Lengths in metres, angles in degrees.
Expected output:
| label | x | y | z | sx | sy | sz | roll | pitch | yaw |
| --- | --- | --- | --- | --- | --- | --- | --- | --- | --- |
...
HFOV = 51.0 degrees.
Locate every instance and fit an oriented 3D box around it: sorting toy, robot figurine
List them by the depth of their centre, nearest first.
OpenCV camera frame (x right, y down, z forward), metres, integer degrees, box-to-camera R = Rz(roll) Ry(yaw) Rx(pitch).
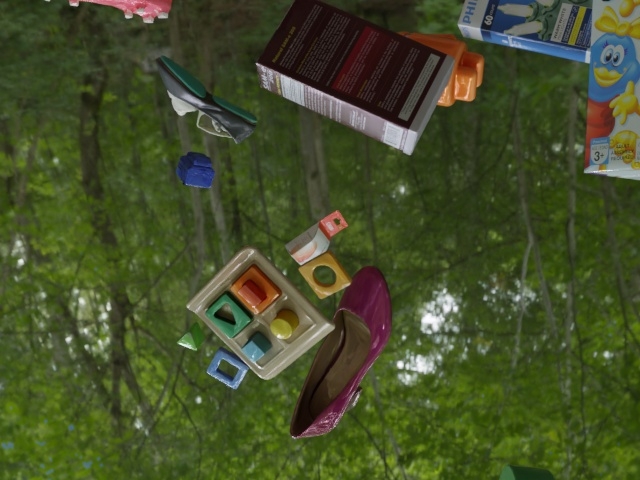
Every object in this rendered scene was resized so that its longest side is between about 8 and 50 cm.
| label | x | y | z | sx | sy | sz | roll | pitch | yaw |
| --- | --- | --- | --- | --- | --- | --- | --- | --- | --- |
| sorting toy | -0.102 | 0.126 | 1.074 | 0.196 | 0.347 | 0.047 | 43 | -150 | -7 |
| robot figurine | 0.203 | -0.336 | 1.305 | 0.219 | 0.158 | 0.128 | 16 | -173 | 19 |

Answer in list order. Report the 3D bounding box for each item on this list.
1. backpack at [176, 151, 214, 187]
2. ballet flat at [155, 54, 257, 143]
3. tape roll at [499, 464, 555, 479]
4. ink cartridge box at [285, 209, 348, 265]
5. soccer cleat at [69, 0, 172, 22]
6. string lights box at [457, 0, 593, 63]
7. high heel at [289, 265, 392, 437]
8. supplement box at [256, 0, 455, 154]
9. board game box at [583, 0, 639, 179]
| label | x | y | z | sx | sy | sz | roll | pitch | yaw |
| --- | --- | --- | --- | --- | --- | --- | --- | --- | --- |
| backpack | -0.383 | -0.221 | 2.065 | 0.097 | 0.101 | 0.120 | 13 | -166 | -34 |
| ballet flat | -0.205 | -0.231 | 1.149 | 0.203 | 0.074 | 0.074 | 31 | -146 | -23 |
| tape roll | 0.371 | 0.578 | 1.220 | 0.077 | 0.321 | 0.321 | 5 | -140 | 6 |
| ink cartridge box | 0.000 | 0.000 | 1.910 | 0.179 | 0.145 | 0.045 | -32 | -112 | 3 |
| soccer cleat | -0.303 | -0.363 | 0.894 | 0.083 | 0.095 | 0.248 | -1 | 179 | 41 |
| string lights box | 0.389 | -0.405 | 1.178 | 0.259 | 0.134 | 0.076 | 18 | -174 | 19 |
| high heel | 0.039 | 0.236 | 1.366 | 0.127 | 0.378 | 0.181 | 24 | -153 | 32 |
| supplement box | 0.047 | -0.231 | 0.927 | 0.239 | 0.073 | 0.130 | 26 | -106 | 8 |
| board game box | 0.361 | -0.200 | 0.643 | 0.142 | 0.276 | 0.144 | 3 | 180 | -31 |
